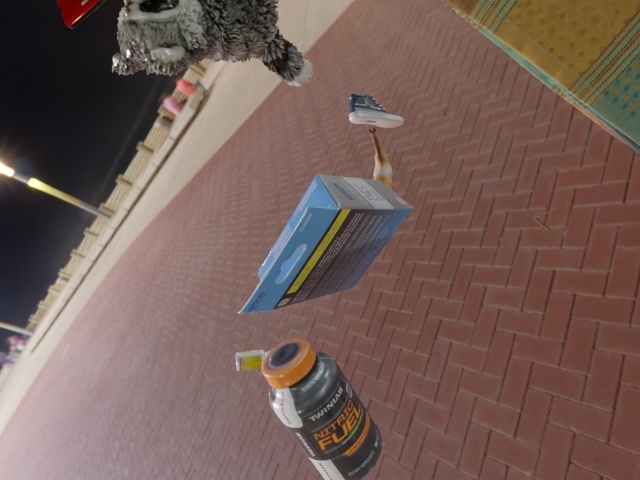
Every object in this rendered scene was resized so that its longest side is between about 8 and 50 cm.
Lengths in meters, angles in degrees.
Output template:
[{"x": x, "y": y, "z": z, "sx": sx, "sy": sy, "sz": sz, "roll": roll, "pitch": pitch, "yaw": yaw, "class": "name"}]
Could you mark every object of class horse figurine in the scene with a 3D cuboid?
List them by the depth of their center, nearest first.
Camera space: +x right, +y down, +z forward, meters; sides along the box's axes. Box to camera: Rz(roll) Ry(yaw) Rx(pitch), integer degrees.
[{"x": 0.199, "y": -0.208, "z": 1.340, "sx": 0.066, "sy": 0.174, "sz": 0.263, "roll": -2, "pitch": 78, "yaw": 13, "class": "horse figurine"}]

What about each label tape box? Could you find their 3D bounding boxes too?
[{"x": 0.000, "y": 0.000, "z": 0.814, "sx": 0.115, "sy": 0.348, "sz": 0.249, "roll": 48, "pitch": 120, "yaw": 27, "class": "label tape box"}]

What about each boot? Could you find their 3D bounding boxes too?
[{"x": 0.181, "y": -0.419, "z": 1.330, "sx": 0.069, "sy": 0.190, "sz": 0.086, "roll": 161, "pitch": 109, "yaw": -67, "class": "boot"}]

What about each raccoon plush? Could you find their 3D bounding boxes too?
[{"x": -0.181, "y": -0.372, "z": 0.833, "sx": 0.216, "sy": 0.446, "sz": 0.299, "roll": 1, "pitch": 69, "yaw": 49, "class": "raccoon plush"}]

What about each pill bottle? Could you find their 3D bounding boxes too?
[{"x": -0.002, "y": 0.282, "z": 0.705, "sx": 0.130, "sy": 0.245, "sz": 0.130, "roll": -26, "pitch": 20, "yaw": 11, "class": "pill bottle"}, {"x": -0.157, "y": 0.282, "z": 0.982, "sx": 0.043, "sy": 0.083, "sz": 0.043, "roll": 176, "pitch": 90, "yaw": -78, "class": "pill bottle"}]

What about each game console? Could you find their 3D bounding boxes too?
[{"x": -0.441, "y": -0.491, "z": 0.831, "sx": 0.144, "sy": 0.085, "sz": 0.124, "roll": -30, "pitch": 76, "yaw": 15, "class": "game console"}]

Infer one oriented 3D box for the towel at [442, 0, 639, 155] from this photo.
[{"x": 0.324, "y": -0.277, "z": 0.412, "sx": 0.271, "sy": 0.370, "sz": 0.040, "roll": -54, "pitch": 19, "yaw": 31, "class": "towel"}]
